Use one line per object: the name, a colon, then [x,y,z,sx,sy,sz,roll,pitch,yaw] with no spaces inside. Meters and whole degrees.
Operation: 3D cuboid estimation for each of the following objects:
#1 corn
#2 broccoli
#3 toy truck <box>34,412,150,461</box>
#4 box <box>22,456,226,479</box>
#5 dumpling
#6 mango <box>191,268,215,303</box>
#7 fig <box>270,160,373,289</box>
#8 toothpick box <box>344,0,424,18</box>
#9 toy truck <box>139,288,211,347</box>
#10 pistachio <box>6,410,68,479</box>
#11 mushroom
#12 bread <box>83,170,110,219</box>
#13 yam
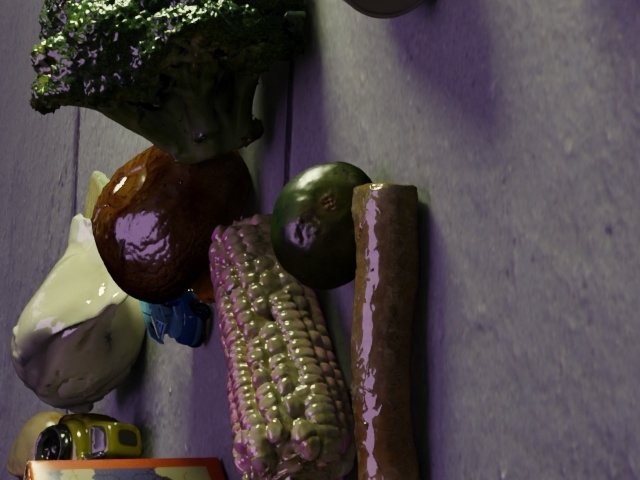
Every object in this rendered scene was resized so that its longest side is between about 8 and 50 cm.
corn: [-0.042,0.112,1.732,0.126,0.126,0.335,116,152,-45]
broccoli: [-0.166,-0.224,1.886,0.304,0.321,0.283,-103,-3,-57]
toy truck: [-0.290,0.338,2.329,0.165,0.147,0.224,-23,62,40]
box: [-0.236,0.480,1.992,0.318,0.257,0.349,-112,32,-49]
dumpling: [-0.348,0.102,2.402,0.318,0.187,0.243,118,143,-54]
mango: [-0.133,0.041,2.062,0.089,0.046,0.060,-100,23,-60]
fig: [0.000,0.000,1.658,0.177,0.117,0.117,116,150,-66]
toothpick box: [0.031,-0.282,1.579,0.181,0.111,0.111,-129,46,-58]
toy truck: [-0.188,0.078,2.152,0.136,0.074,0.063,-117,36,-53]
pistachio: [-0.416,0.332,2.627,0.129,0.131,0.206,61,151,5]
mushroom: [-0.186,-0.030,2.014,0.231,0.138,0.194,-43,17,31]
bread: [-0.330,0.002,2.576,0.112,0.036,0.193,36,118,59]
yam: [0.058,0.093,1.540,0.066,0.066,0.300,167,105,-68]
